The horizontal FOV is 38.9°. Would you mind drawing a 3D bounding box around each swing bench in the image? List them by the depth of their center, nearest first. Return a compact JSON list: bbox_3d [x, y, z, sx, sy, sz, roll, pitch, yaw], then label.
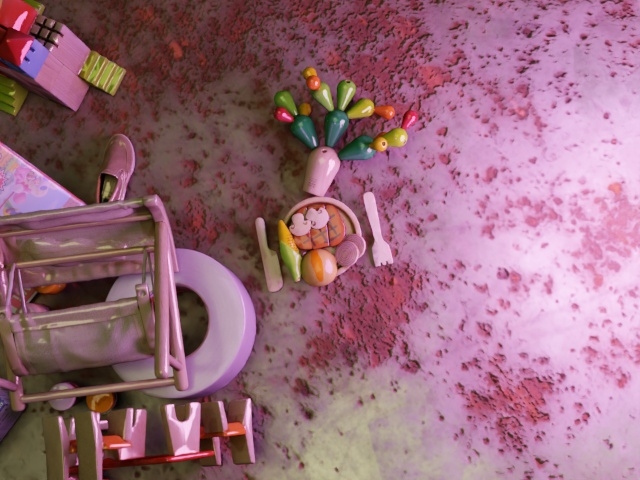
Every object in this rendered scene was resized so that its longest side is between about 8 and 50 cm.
[{"bbox_3d":[-0.326,0.086,1.235,0.253,0.165,0.255,-7,74,-1],"label":"swing bench"}]

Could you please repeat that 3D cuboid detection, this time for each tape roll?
[{"bbox_3d":[-0.209,0.125,1.342,0.219,0.072,0.219,-2,77,10],"label":"tape roll"}]

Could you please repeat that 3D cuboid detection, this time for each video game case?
[{"bbox_3d":[-0.491,-0.034,1.331,0.204,0.285,0.025,-50,43,-3],"label":"video game case"}]

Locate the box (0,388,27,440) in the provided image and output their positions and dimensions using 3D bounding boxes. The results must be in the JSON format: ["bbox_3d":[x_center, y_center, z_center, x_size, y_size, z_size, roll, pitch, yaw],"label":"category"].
[{"bbox_3d":[-0.543,0.258,1.373,0.137,0.072,0.126,35,86,15],"label":"box"}]

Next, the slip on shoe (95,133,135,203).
[{"bbox_3d":[-0.327,-0.105,1.425,0.051,0.041,0.135,9,80,12],"label":"slip on shoe"}]

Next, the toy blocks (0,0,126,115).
[{"bbox_3d":[-0.526,-0.334,1.394,0.381,0.261,0.191,25,84,13],"label":"toy blocks"}]

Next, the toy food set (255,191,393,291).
[{"bbox_3d":[0.000,0.000,1.340,0.192,0.038,0.132,-14,85,6],"label":"toy food set"}]

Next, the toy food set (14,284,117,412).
[{"bbox_3d":[-0.385,0.161,1.364,0.111,0.104,0.232,-30,87,-4],"label":"toy food set"}]

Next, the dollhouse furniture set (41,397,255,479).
[{"bbox_3d":[-0.257,0.300,1.238,0.259,0.262,0.135,-16,76,41],"label":"dollhouse furniture set"}]

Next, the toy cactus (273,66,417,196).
[{"bbox_3d":[0.020,-0.154,1.353,0.219,0.112,0.180,19,92,4],"label":"toy cactus"}]
